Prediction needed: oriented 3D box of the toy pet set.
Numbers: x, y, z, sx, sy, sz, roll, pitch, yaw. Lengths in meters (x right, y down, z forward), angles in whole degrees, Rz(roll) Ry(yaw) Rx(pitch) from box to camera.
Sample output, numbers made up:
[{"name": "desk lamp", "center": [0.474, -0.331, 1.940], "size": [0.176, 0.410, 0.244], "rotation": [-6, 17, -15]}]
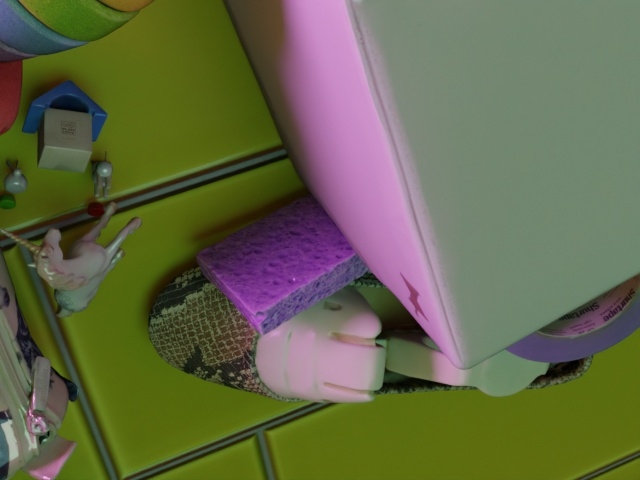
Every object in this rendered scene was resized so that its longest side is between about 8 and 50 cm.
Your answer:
[{"name": "toy pet set", "center": [-0.233, -0.079, 0.811], "size": [0.122, 0.065, 0.114], "rotation": [5, 151, -25]}]

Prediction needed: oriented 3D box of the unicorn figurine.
[{"name": "unicorn figurine", "center": [-0.203, 0.018, 0.818], "size": [0.111, 0.060, 0.161], "rotation": [-57, 166, -38]}]

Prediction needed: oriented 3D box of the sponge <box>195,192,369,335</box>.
[{"name": "sponge", "center": [0.000, 0.000, 0.894], "size": [0.210, 0.117, 0.031], "rotation": [-30, 130, -21]}]

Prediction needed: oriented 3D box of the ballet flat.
[{"name": "ballet flat", "center": [0.080, 0.097, 0.974], "size": [0.483, 0.182, 0.163], "rotation": [3, 110, -26]}]

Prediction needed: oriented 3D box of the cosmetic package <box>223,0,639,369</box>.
[{"name": "cosmetic package", "center": [0.163, -0.182, 0.752], "size": [0.394, 0.329, 0.327], "rotation": [-28, 128, -9]}]

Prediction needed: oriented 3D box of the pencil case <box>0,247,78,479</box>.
[{"name": "pencil case", "center": [-0.321, 0.014, 0.739], "size": [0.184, 0.160, 0.410], "rotation": [1, 126, 18]}]

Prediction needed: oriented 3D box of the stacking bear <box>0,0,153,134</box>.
[{"name": "stacking bear", "center": [-0.140, -0.203, 0.588], "size": [0.289, 0.164, 0.175], "rotation": [-18, 149, 19]}]

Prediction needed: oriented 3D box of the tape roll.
[{"name": "tape roll", "center": [0.229, 0.018, 0.902], "size": [0.189, 0.080, 0.188], "rotation": [-7, 125, -10]}]
